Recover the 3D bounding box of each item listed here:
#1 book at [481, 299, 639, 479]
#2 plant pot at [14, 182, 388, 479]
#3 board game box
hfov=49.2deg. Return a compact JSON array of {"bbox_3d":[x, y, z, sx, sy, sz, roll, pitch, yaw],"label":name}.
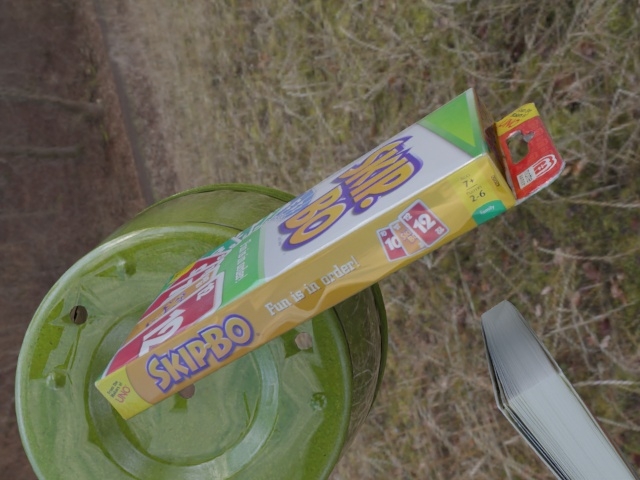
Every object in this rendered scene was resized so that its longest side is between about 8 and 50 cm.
[{"bbox_3d":[0.145,0.108,0.389,0.144,0.035,0.096,51,-165,-12],"label":"book"},{"bbox_3d":[-0.098,0.108,0.653,0.353,0.367,0.366,125,132,-87],"label":"plant pot"},{"bbox_3d":[0.000,0.000,0.381,0.039,0.259,0.124,56,-159,-17],"label":"board game box"}]
